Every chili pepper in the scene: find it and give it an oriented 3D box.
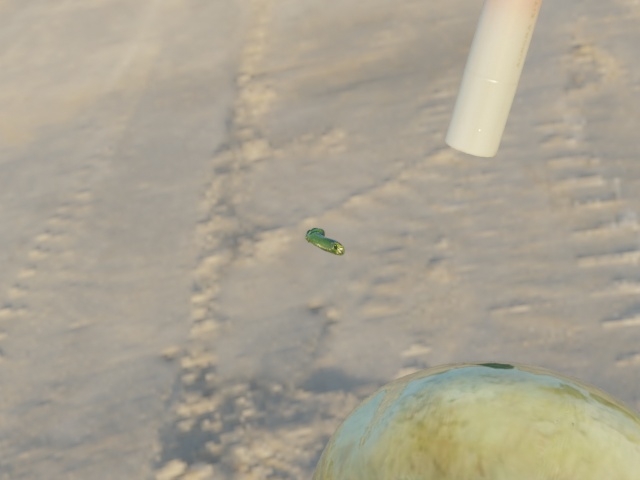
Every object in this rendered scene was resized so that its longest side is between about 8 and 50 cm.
[{"bbox_3d":[0.000,0.000,1.579,0.027,0.022,0.083,-4,15,-23],"label":"chili pepper"}]

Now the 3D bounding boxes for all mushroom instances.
[{"bbox_3d":[0.147,0.252,1.129,0.352,0.352,0.260,-1,43,27],"label":"mushroom"}]

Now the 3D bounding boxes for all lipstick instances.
[{"bbox_3d":[0.275,-0.295,2.182,0.087,0.327,0.087,13,20,-5],"label":"lipstick"}]
